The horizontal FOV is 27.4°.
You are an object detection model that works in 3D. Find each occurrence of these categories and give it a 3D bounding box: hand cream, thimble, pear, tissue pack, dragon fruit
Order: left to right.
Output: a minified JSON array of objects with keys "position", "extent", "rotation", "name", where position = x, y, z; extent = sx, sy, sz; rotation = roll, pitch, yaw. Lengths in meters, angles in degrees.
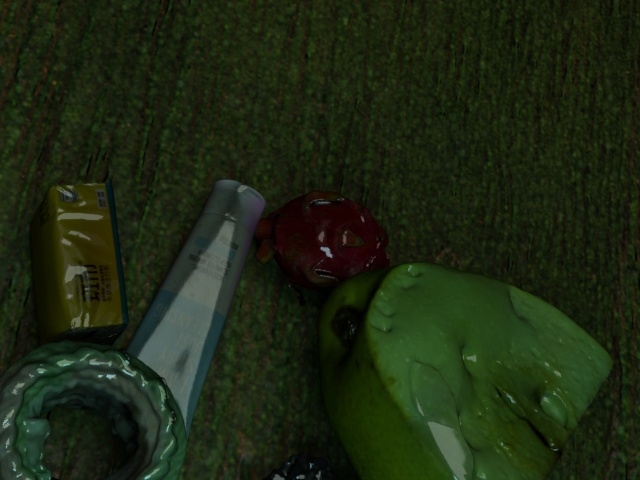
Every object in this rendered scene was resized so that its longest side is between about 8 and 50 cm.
[{"position":[-0.267,0.036,1.434],"extent":[0.082,0.120,0.169],"rotation":[0,68,-25],"name":"tissue pack"},{"position":[-0.248,0.216,1.333],"extent":[0.219,0.150,0.219],"rotation":[7,66,-16],"name":"thimble"},{"position":[-0.150,0.074,1.499],"extent":[0.111,0.070,0.312],"rotation":[23,63,-5],"name":"hand cream"},{"position":[0.000,0.000,1.559],"extent":[0.166,0.133,0.136],"rotation":[15,51,18],"name":"dragon fruit"},{"position":[0.121,0.171,1.462],"extent":[0.318,0.238,0.342],"rotation":[43,40,4],"name":"pear"}]

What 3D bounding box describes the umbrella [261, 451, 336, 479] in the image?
[{"position":[0.039,0.386,1.392],"extent":[0.154,0.128,0.336],"rotation":[-35,79,-21],"name":"umbrella"}]
